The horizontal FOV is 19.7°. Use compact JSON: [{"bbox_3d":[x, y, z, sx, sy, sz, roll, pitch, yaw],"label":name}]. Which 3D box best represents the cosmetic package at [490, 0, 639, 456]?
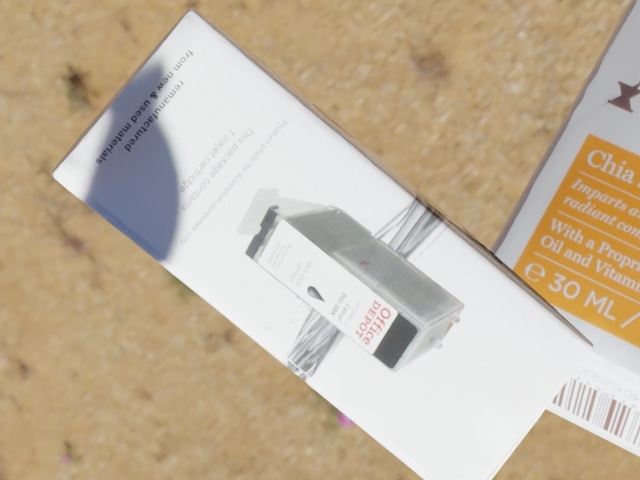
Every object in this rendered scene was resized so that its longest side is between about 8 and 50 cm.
[{"bbox_3d":[0.304,-0.071,1.316,0.230,0.453,0.161,26,162,13],"label":"cosmetic package"}]

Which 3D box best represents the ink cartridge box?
[{"bbox_3d":[0.000,0.000,0.502,0.135,0.056,0.099,40,-177,-7],"label":"ink cartridge box"}]
